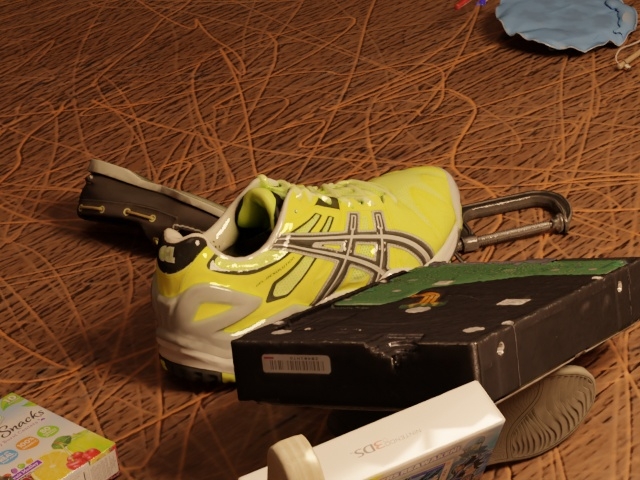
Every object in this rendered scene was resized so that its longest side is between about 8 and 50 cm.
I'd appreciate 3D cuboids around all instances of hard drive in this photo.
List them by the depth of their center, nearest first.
[{"bbox_3d":[0.113,0.077,1.536,0.237,0.064,0.339,-2,11,32],"label":"hard drive"}]

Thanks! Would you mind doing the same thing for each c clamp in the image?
[{"bbox_3d":[0.196,-0.014,1.859,0.161,0.022,0.137,-15,25,-14],"label":"c clamp"}]

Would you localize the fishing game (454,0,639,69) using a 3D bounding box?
[{"bbox_3d":[0.319,-0.285,2.308,0.264,0.041,0.189,22,38,27],"label":"fishing game"}]

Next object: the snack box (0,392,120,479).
[{"bbox_3d":[-0.259,0.191,1.546,0.141,0.037,0.100,19,36,38],"label":"snack box"}]

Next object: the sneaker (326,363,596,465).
[{"bbox_3d":[0.120,0.138,1.528,0.222,0.083,0.118,-17,30,-18],"label":"sneaker"}]

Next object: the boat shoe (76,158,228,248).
[{"bbox_3d":[-0.164,-0.023,1.892,0.228,0.068,0.081,20,-2,32],"label":"boat shoe"}]

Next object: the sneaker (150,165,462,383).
[{"bbox_3d":[0.000,0.000,1.727,0.145,0.147,0.385,17,35,41],"label":"sneaker"}]

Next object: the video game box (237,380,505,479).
[{"bbox_3d":[0.025,0.204,1.320,0.205,0.187,0.048,-20,59,-24],"label":"video game box"}]

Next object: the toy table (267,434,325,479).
[{"bbox_3d":[0.005,0.267,1.177,0.274,0.252,0.161,-10,43,-30],"label":"toy table"}]

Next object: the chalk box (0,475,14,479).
[{"bbox_3d":[-0.284,0.289,1.280,0.132,0.132,0.213,-5,30,0],"label":"chalk box"}]
